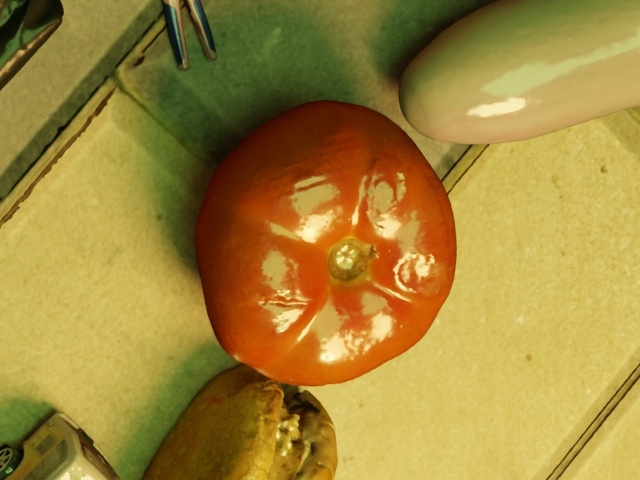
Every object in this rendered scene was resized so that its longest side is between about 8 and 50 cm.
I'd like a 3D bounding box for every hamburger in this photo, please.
[{"bbox_3d":[-0.084,0.261,1.754,0.144,0.156,0.283,36,85,-30],"label":"hamburger"}]

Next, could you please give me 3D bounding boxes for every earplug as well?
[{"bbox_3d":[0.215,-0.170,1.781,0.301,0.172,0.172,-20,112,-14],"label":"earplug"}]

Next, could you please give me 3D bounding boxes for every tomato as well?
[{"bbox_3d":[-0.004,0.002,1.705,0.259,0.180,0.260,-6,105,-22],"label":"tomato"}]

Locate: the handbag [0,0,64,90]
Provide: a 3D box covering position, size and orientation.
[{"bbox_3d":[-0.364,-0.179,1.542,0.247,0.080,0.223,-47,112,-4],"label":"handbag"}]

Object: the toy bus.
[{"bbox_3d":[-0.295,0.279,1.685,0.268,0.106,0.092,-44,120,-9],"label":"toy bus"}]

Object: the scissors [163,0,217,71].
[{"bbox_3d":[-0.122,-0.208,1.683,0.039,0.012,0.113,-21,112,-19],"label":"scissors"}]
